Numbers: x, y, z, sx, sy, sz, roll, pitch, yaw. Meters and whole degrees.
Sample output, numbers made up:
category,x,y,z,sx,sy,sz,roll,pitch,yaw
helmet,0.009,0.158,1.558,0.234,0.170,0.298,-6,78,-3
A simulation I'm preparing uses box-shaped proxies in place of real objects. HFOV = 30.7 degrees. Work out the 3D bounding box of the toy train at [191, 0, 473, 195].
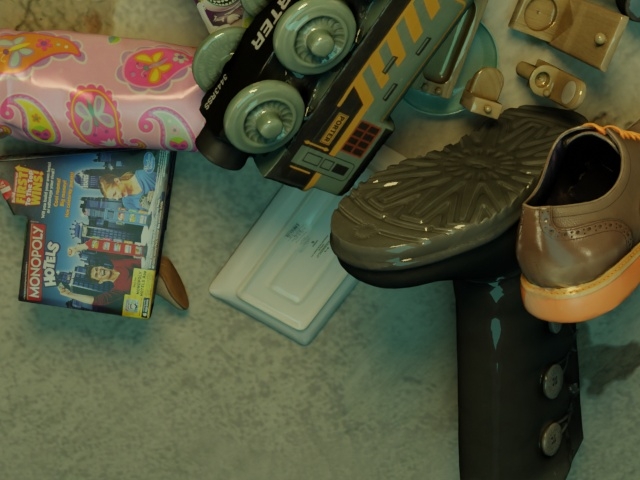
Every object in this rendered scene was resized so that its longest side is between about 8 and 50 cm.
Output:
category,x,y,z,sx,sy,sz,roll,pitch,yaw
toy train,0.020,-0.192,1.078,0.190,0.142,0.334,18,117,-39

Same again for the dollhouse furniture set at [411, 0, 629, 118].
category,x,y,z,sx,sy,sz,roll,pitch,yaw
dollhouse furniture set,0.191,-0.190,1.172,0.151,0.123,0.144,14,107,-22

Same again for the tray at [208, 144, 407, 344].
category,x,y,z,sx,sy,sz,roll,pitch,yaw
tray,0.000,0.000,1.341,0.145,0.030,0.270,31,112,-16

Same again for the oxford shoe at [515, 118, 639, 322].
category,x,y,z,sx,sy,sz,roll,pitch,yaw
oxford shoe,0.308,-0.068,1.162,0.130,0.363,0.133,4,124,37

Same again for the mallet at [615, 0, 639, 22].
category,x,y,z,sx,sy,sz,roll,pitch,yaw
mallet,0.260,-0.271,1.194,0.189,0.062,0.039,18,111,-11

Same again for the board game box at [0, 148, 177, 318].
category,x,y,z,sx,sy,sz,roll,pitch,yaw
board game box,-0.267,-0.026,1.275,0.194,0.060,0.194,9,99,-2

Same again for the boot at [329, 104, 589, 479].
category,x,y,z,sx,sy,sz,roll,pitch,yaw
boot,0.167,0.120,1.262,0.367,0.146,0.445,-27,127,-37

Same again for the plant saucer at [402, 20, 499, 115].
category,x,y,z,sx,sy,sz,roll,pitch,yaw
plant saucer,0.131,-0.193,1.251,0.119,0.021,0.119,-1,117,-2

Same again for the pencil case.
category,x,y,z,sx,sy,sz,roll,pitch,yaw
pencil case,-0.200,-0.151,1.204,0.284,0.124,0.124,3,117,-6

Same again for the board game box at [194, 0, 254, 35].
category,x,y,z,sx,sy,sz,roll,pitch,yaw
board game box,0.023,-0.329,1.083,0.346,0.056,0.208,-23,122,4

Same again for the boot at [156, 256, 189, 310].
category,x,y,z,sx,sy,sz,roll,pitch,yaw
boot,-0.216,0.044,1.350,0.087,0.042,0.118,-19,116,14
